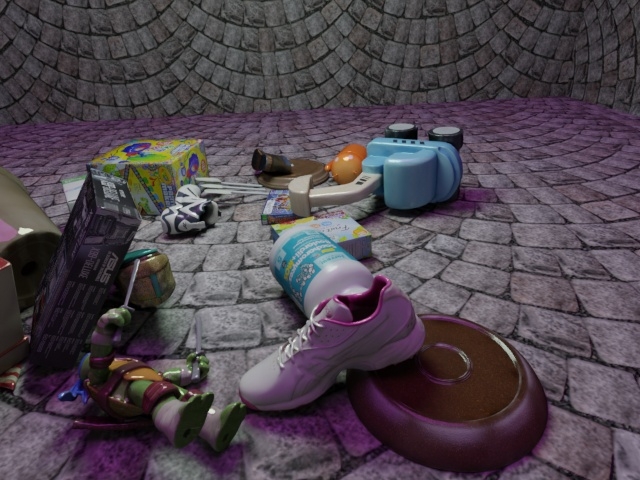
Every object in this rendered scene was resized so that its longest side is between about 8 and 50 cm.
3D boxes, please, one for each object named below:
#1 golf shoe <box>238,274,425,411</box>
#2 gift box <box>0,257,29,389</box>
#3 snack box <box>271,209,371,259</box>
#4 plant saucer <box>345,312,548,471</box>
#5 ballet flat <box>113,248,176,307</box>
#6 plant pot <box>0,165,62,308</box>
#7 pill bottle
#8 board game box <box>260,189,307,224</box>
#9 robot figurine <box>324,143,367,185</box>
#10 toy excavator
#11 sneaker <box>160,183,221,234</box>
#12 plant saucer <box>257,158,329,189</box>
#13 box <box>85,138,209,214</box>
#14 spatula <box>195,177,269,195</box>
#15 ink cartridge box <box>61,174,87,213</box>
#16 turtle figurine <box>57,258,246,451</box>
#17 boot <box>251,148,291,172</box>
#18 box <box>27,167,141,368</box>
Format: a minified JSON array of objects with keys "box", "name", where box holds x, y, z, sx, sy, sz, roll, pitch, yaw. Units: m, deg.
[{"box":[0.002,0.152,0.640,0.306,0.140,0.115,-25,28,0],"name":"golf shoe"},{"box":[-0.638,0.153,0.643,0.276,0.258,0.255,28,34,13],"name":"gift box"},{"box":[0.000,0.000,1.057,0.207,0.070,0.174,-14,29,-18],"name":"snack box"},{"box":[0.195,0.209,0.667,0.310,0.050,0.311,-3,29,1],"name":"plant saucer"},{"box":[-0.377,0.081,0.873,0.123,0.123,0.348,-19,8,-29],"name":"ballet flat"},{"box":[-0.730,0.008,0.912,0.280,0.323,0.323,26,36,14],"name":"plant pot"},{"box":[0.010,0.081,0.820,0.146,0.146,0.264,-16,30,-24],"name":"pill bottle"},{"box":[-0.106,-0.109,1.311,0.136,0.035,0.201,-1,28,3],"name":"board game box"},{"box":[0.113,-0.271,1.497,0.158,0.128,0.219,33,33,0],"name":"robot figurine"},{"box":[0.180,-0.188,1.247,0.432,0.223,0.445,11,33,27],"name":"toy excavator"},{"box":[-0.362,-0.096,1.252,0.152,0.094,0.235,2,27,4],"name":"sneaker"},{"box":[-0.104,-0.258,1.592,0.277,0.041,0.278,-3,28,2],"name":"plant saucer"},{"box":[-0.566,-0.223,1.422,0.279,0.177,0.290,1,28,5],"name":"box"},{"box":[-0.289,-0.183,1.417,0.241,0.019,0.168,-1,20,-29],"name":"spatula"},{"box":[-0.658,-0.082,1.183,0.093,0.154,0.212,-20,32,-29],"name":"ink cartridge box"},{"box":[-0.227,0.171,0.621,0.266,0.198,0.274,20,39,30],"name":"turtle figurine"},{"box":[-0.190,-0.291,1.567,0.106,0.082,0.219,9,17,-27],"name":"boot"},{"box":[-0.452,0.039,0.790,0.076,0.308,0.242,22,10,-37],"name":"box"}]
